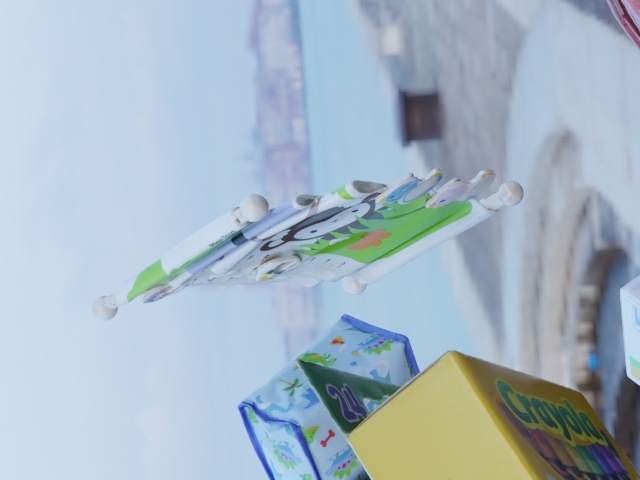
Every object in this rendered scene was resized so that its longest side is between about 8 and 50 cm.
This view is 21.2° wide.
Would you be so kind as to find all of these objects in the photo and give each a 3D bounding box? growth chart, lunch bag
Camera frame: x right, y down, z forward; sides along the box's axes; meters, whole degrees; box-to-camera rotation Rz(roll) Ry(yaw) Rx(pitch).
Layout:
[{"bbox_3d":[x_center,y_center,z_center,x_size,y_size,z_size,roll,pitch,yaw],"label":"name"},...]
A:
[{"bbox_3d":[0.000,0.000,1.032,0.172,0.237,0.021,-34,68,42],"label":"growth chart"},{"bbox_3d":[0.024,0.159,1.346,0.096,0.129,0.151,21,139,46],"label":"lunch bag"}]

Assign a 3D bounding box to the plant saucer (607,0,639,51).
[{"bbox_3d":[0.307,-0.164,1.464,0.259,0.048,0.258,59,-170,22],"label":"plant saucer"}]

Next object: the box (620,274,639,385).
[{"bbox_3d":[0.339,0.091,1.296,0.203,0.114,0.103,37,152,40],"label":"box"}]

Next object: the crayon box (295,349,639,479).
[{"bbox_3d":[0.139,0.180,0.933,0.323,0.083,0.203,56,-163,25],"label":"crayon box"}]
